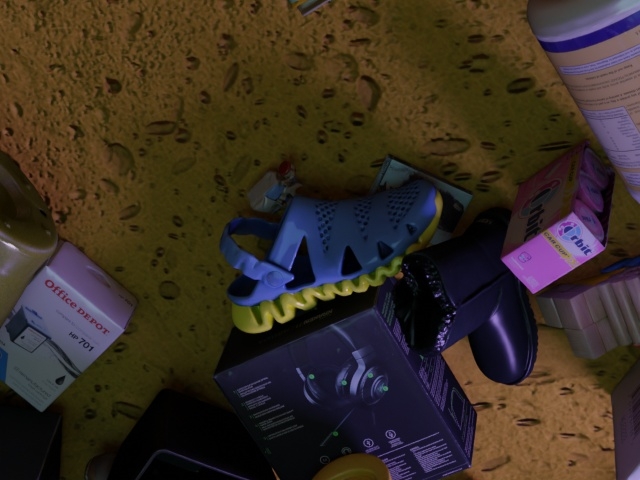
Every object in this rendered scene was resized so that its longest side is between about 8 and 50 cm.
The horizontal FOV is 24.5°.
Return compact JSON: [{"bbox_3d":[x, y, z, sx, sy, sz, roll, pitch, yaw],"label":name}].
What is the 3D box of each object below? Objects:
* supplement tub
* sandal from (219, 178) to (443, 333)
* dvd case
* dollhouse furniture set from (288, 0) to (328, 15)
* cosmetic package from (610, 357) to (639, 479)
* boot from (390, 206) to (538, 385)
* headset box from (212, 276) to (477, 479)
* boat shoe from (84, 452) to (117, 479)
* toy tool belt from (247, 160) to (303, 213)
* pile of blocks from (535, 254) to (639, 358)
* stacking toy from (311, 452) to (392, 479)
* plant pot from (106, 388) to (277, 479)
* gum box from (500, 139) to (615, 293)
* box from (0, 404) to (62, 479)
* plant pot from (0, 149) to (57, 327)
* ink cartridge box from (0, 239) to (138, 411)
[{"bbox_3d":[0.404,-0.180,1.622,0.241,0.241,0.331,-27,109,20],"label":"supplement tub"},{"bbox_3d":[0.000,0.000,1.822,0.317,0.126,0.138,-26,113,16],"label":"sandal"},{"bbox_3d":[0.121,-0.048,1.860,0.119,0.013,0.087,25,117,-3],"label":"dvd case"},{"bbox_3d":[0.011,-0.320,1.718,0.151,0.058,0.076,-28,108,20],"label":"dollhouse furniture set"},{"bbox_3d":[0.595,0.305,1.838,0.453,0.230,0.161,29,117,-5],"label":"cosmetic package"},{"bbox_3d":[0.174,0.099,1.809,0.094,0.207,0.246,12,118,37],"label":"boot"},{"bbox_3d":[0.031,0.196,1.928,0.246,0.131,0.283,-25,109,20],"label":"headset box"},{"bbox_3d":[-0.294,0.453,2.117,0.116,0.123,0.324,-6,113,14],"label":"boat shoe"},{"bbox_3d":[-0.049,-0.065,1.865,0.051,0.052,0.083,21,128,-41],"label":"toy tool belt"},{"bbox_3d":[0.447,0.069,1.786,0.362,0.149,0.113,-16,102,32],"label":"pile of blocks"},{"bbox_3d":[-0.022,0.439,1.832,0.309,0.279,0.130,-23,125,13],"label":"stacking toy"},{"bbox_3d":[-0.185,0.313,1.985,0.188,0.167,0.187,23,119,-25],"label":"plant pot"},{"bbox_3d":[0.284,-0.032,1.748,0.107,0.188,0.062,-36,106,31],"label":"gum box"},{"bbox_3d":[-0.534,0.433,2.067,0.293,0.212,0.395,9,122,0],"label":"box"},{"bbox_3d":[-0.531,0.036,1.848,0.353,0.366,0.366,-41,104,11],"label":"plant pot"},{"bbox_3d":[-0.360,0.115,1.981,0.139,0.082,0.190,41,117,-11],"label":"ink cartridge box"}]
